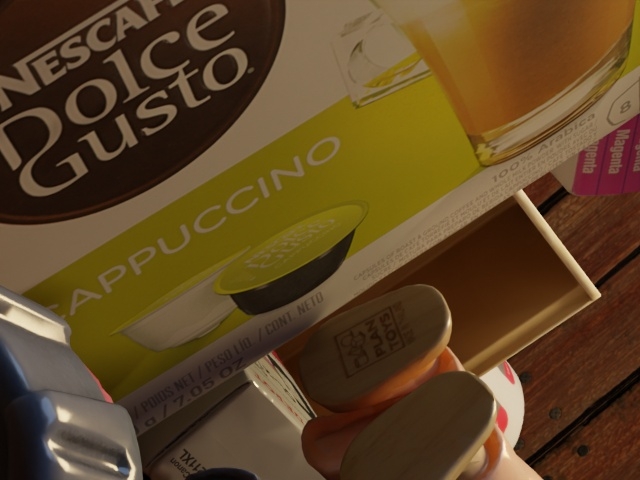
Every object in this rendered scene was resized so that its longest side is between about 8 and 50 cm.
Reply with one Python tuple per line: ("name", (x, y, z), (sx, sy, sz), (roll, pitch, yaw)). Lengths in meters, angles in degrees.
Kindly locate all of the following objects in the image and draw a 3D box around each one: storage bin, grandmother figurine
("storage bin", (0.000, 0.000, 1.179), (0.262, 0.260, 0.123), (49, 10, -39))
("grandmother figurine", (0.104, 0.163, 0.882), (0.342, 0.104, 0.208), (54, 16, -39))

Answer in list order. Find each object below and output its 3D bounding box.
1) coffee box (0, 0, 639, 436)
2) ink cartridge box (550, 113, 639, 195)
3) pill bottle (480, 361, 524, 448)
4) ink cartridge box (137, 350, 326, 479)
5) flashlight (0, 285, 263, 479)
("coffee box", (-0.080, -0.177, 0.750), (0.338, 0.337, 0.334), (53, -9, 28))
("ink cartridge box", (0.131, -0.193, 0.899), (0.330, 0.071, 0.324), (52, -30, 40))
("pill bottle", (0.019, 0.074, 1.452), (0.318, 0.176, 0.176), (49, 2, -35))
("ink cartridge box", (-0.058, 0.086, 0.955), (0.127, 0.072, 0.175), (50, 1, -37))
("flashlight", (-0.059, 0.086, 0.492), (0.103, 0.103, 0.304), (48, 2, 21))
